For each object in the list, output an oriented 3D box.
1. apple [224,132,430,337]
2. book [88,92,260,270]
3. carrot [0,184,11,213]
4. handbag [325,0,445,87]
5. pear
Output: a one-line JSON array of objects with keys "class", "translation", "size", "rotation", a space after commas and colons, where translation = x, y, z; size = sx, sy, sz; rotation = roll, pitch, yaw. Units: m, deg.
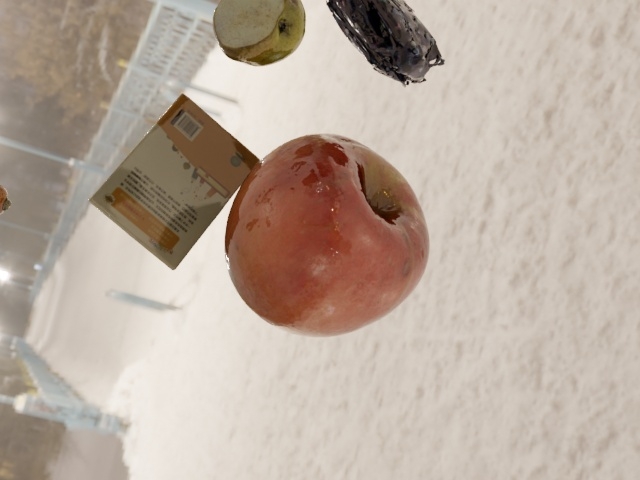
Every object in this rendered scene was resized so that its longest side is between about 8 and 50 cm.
[{"class": "apple", "translation": [0.000, 0.000, 1.672], "size": [0.364, 0.364, 0.363], "rotation": [-163, 90, -74]}, {"class": "book", "translation": [-0.275, -0.117, 1.845], "size": [0.295, 0.208, 0.020], "rotation": [-54, 13, -24]}, {"class": "carrot", "translation": [-0.644, -0.092, 1.638], "size": [0.067, 0.225, 0.067], "rotation": [-165, 90, -73]}, {"class": "handbag", "translation": [0.109, -0.391, 1.729], "size": [0.113, 0.162, 0.260], "rotation": [-40, 65, 21]}, {"class": "pear", "translation": [-0.084, -0.313, 1.415], "size": [0.141, 0.104, 0.141], "rotation": [-13, 61, 24]}]
